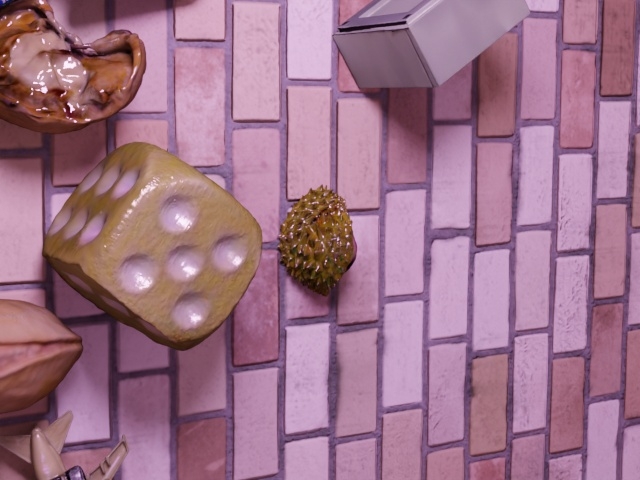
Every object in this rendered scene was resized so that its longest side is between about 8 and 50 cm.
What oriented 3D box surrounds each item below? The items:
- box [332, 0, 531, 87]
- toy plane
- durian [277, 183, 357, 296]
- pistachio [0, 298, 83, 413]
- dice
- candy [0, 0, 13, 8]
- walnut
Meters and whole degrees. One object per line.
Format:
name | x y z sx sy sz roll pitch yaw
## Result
box | 0.175 -0.358 1.976 0.225 0.225 0.117 -40 115 -22
toy plane | -0.390 0.385 1.805 0.242 0.104 0.256 -19 100 -13
durian | 0.003 0.001 1.984 0.119 0.108 0.187 10 91 -33
pistachio | -0.447 0.159 1.672 0.293 0.181 0.162 11 74 -66
dice | -0.242 0.007 1.758 0.233 0.238 0.227 40 76 -30
candy | -0.403 -0.395 1.692 0.312 0.088 0.061 -36 131 -24
walnut | -0.374 -0.226 1.696 0.238 0.141 0.204 24 58 10
